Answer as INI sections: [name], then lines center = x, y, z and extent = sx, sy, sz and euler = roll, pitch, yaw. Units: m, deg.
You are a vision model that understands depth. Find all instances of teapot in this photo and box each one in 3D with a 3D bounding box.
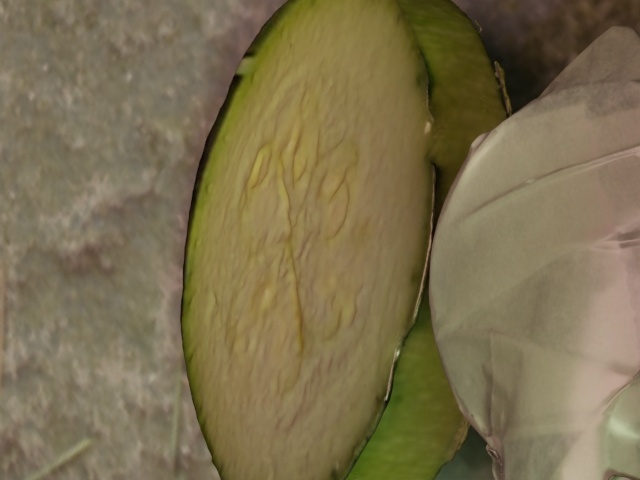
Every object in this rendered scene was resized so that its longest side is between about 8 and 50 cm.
[teapot]
center = 0.107, 0.041, 0.535
extent = 0.163, 0.178, 0.221
euler = 37, 109, 37

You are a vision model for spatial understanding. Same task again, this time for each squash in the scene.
[squash]
center = 0.005, 0.001, 0.679
extent = 0.219, 0.041, 0.219
euler = -31, 55, 56
